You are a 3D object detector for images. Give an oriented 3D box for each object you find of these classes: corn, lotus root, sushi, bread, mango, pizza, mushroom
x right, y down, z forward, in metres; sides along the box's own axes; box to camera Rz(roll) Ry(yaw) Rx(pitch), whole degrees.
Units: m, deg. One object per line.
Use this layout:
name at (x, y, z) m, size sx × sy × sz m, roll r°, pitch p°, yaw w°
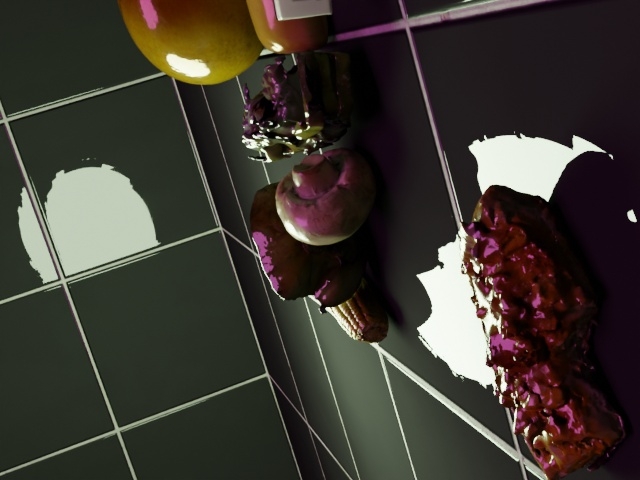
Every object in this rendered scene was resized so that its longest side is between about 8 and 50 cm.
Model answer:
corn at (0.036, 0.083, 1.494) m, size 0.231 × 0.080 × 0.080 m, roll -125°, pitch 19°, yaw -53°
lotus root at (-0.002, -0.004, 1.385) m, size 0.078 × 0.183 × 0.203 m, roll -29°, pitch 86°, yaw 50°
sushi at (-0.036, -0.184, 1.256) m, size 0.291 × 0.131 × 0.139 m, roll 166°, pitch 101°, yaw -77°
bread at (-0.065, -0.379, 1.221) m, size 0.142 × 0.091 × 0.305 m, roll -122°, pitch 17°, yaw -63°
mango at (-0.191, -0.361, 1.503) m, size 0.378 × 0.221 × 0.263 m, roll 102°, pitch 144°, yaw -84°
pizza at (0.184, 0.093, 0.855) m, size 0.161 × 0.086 × 0.305 m, roll -140°, pitch 32°, yaw -66°
mushroom at (0.007, -0.060, 1.279) m, size 0.112 × 0.148 × 0.148 m, roll 65°, pitch 172°, yaw -29°

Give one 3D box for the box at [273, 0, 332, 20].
box at (-0.040, -0.402, 0.936) m, size 0.343 × 0.065 × 0.200 m, roll 81°, pitch -179°, yaw -60°
